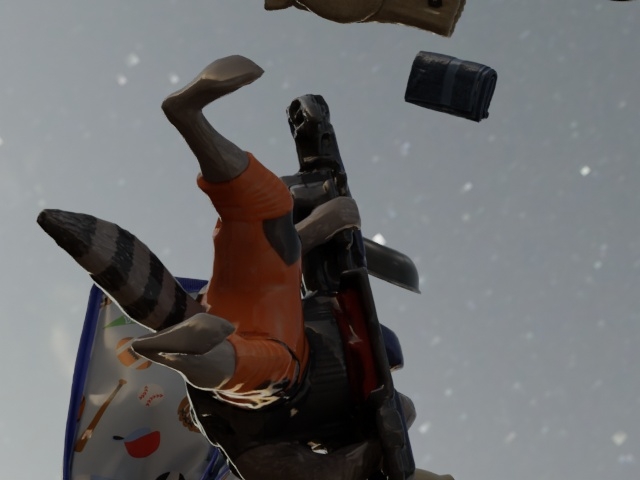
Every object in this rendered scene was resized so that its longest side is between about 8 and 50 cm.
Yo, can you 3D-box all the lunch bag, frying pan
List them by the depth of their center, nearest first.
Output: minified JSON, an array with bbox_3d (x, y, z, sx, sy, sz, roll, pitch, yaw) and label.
[{"bbox_3d":[-0.180,0.280,2.046,0.239,0.385,0.328,5,-39,6],"label":"lunch bag"},{"bbox_3d":[0.027,0.011,2.160,0.197,0.053,0.326,23,1,-6],"label":"frying pan"}]

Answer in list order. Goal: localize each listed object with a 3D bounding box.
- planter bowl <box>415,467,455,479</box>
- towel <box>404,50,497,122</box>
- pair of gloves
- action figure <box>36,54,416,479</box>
[{"bbox_3d":[0.123,0.347,2.158,0.162,0.109,0.162,165,-90,-80],"label":"planter bowl"},{"bbox_3d":[0.151,-0.181,2.053,0.119,0.029,0.067,21,-79,43],"label":"towel"},{"bbox_3d":[0.054,-0.308,1.586,0.204,0.240,0.042,10,-3,18],"label":"pair of gloves"},{"bbox_3d":[-0.050,0.029,1.150,0.330,0.178,0.341,70,7,-54],"label":"action figure"}]
